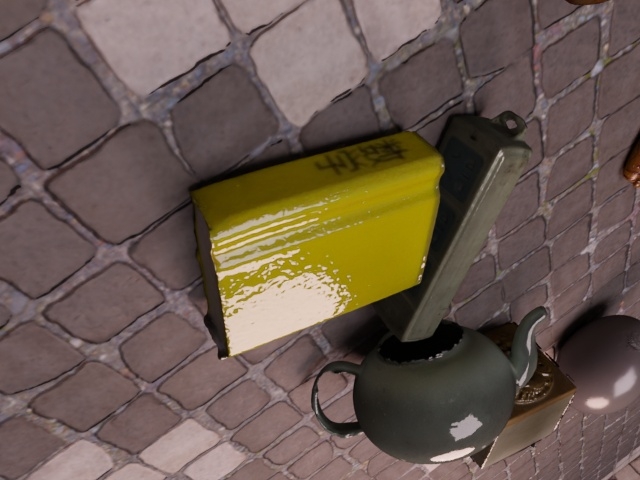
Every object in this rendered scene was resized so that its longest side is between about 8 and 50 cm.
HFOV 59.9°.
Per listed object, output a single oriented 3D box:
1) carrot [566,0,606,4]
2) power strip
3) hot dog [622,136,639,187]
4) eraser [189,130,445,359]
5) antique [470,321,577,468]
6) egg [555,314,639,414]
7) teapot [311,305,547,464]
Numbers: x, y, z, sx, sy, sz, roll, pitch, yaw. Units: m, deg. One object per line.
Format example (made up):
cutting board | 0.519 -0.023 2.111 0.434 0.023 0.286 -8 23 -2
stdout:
carrot | 0.281 -0.250 0.479 0.186 0.060 0.060 -25 137 -16
power strip | 0.126 -0.006 0.575 0.052 0.078 0.272 -3 128 -32
hot dog | 0.435 -0.123 0.721 0.049 0.037 0.122 -11 130 -23
eraser | 0.000 0.000 0.498 0.226 0.069 0.158 -18 134 -22
antique | 0.271 0.224 0.836 0.151 0.147 0.148 -15 132 -23
egg | 0.515 0.224 1.005 0.146 0.146 0.199 25 104 -45
teapot | 0.130 0.170 0.665 0.294 0.193 0.130 -13 103 8
